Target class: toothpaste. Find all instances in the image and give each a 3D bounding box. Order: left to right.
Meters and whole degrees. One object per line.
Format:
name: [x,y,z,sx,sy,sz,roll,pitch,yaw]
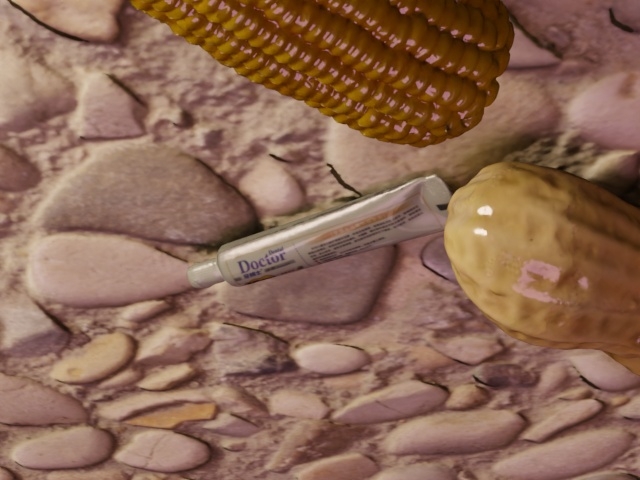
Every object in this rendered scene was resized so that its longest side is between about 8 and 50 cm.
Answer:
toothpaste: [0.000,0.000,1.165,0.255,0.037,0.067,-17,136,25]

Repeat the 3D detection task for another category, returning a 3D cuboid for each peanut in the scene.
peanut: [0.226,0.031,1.107,0.305,0.147,0.147,17,146,-27]

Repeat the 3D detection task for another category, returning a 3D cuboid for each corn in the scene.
corn: [-0.037,-0.168,0.828,0.344,0.131,0.131,28,141,-27]
